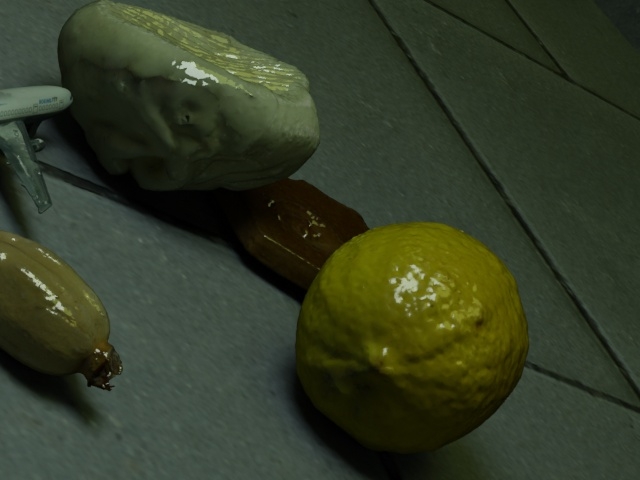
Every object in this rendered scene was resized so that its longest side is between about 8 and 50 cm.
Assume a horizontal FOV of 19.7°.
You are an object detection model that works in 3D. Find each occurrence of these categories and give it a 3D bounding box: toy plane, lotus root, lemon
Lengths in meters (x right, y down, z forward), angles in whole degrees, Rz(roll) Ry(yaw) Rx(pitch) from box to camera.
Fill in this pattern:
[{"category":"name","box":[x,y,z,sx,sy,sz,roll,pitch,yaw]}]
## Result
[{"category":"toy plane","box":[-0.256,-0.095,1.369,0.226,0.058,0.226,41,16,18]},{"category":"lotus root","box":[-0.182,0.044,1.186,0.150,0.062,0.073,42,27,9]},{"category":"lemon","box":[0.070,0.074,1.403,0.181,0.180,0.193,33,20,-16]}]

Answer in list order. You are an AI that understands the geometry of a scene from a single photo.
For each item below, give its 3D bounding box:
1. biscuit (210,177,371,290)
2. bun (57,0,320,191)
[{"category":"biscuit","box":[-0.001,0.002,1.628,0.215,0.034,0.182,21,25,-37]},{"category":"bun","box":[-0.115,-0.107,1.522,0.231,0.133,0.231,23,12,-5]}]
